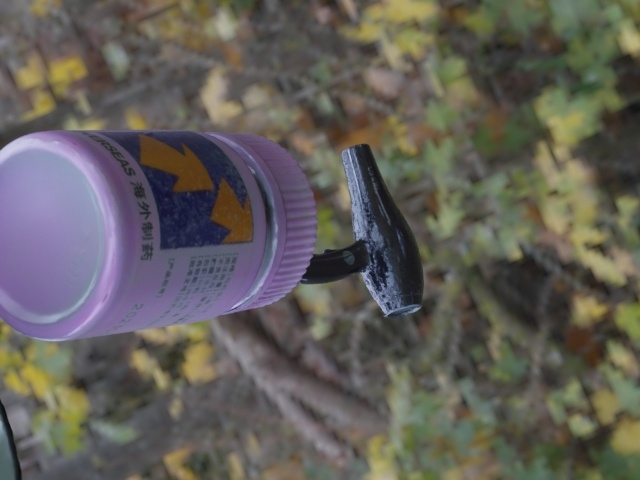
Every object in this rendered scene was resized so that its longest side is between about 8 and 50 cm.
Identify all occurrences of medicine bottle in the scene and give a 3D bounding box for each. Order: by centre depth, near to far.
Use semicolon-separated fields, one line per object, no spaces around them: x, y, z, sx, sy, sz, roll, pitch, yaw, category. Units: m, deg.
-0.150;-0.011;1.718;0.291;0.178;0.178;-6;-111;-54;medicine bottle

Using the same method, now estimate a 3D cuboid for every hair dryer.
0.000;0.000;2.084;0.075;0.219;0.195;-39;65;56;hair dryer

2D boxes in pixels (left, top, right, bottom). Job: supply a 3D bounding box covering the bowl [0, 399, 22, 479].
-0.427;0.159;1.571;0.354;0.185;0.354;48;-160;-24;bowl
